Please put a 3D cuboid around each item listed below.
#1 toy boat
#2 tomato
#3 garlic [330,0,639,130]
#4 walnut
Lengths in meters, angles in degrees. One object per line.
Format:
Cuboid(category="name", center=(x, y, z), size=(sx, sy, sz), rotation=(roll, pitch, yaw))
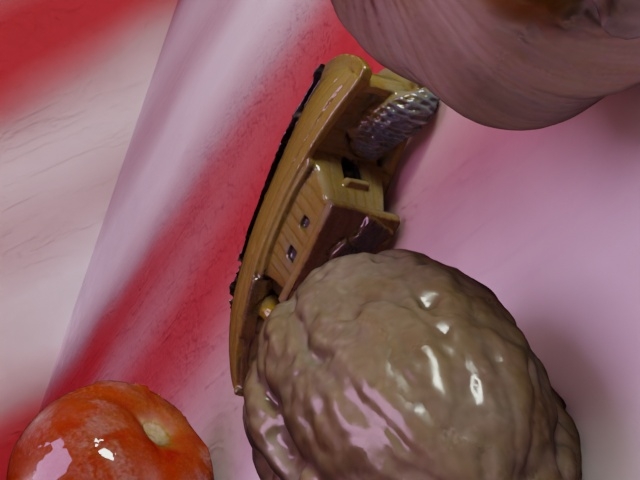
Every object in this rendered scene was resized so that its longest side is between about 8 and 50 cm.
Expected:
Cuboid(category="toy boat", center=(0.000, 0.000, 0.946), size=(0.321, 0.089, 0.121), rotation=(-66, 32, 23))
Cuboid(category="tomato", center=(-0.213, 0.250, 1.148), size=(0.184, 0.208, 0.208), rotation=(-50, 25, 17))
Cuboid(category="garlic", center=(0.101, -0.213, 0.599), size=(0.322, 0.241, 0.322), rotation=(-31, 49, 45))
Cuboid(category="walnut", center=(0.049, 0.104, 0.605), size=(0.178, 0.178, 0.230), rotation=(-69, 23, 12))
